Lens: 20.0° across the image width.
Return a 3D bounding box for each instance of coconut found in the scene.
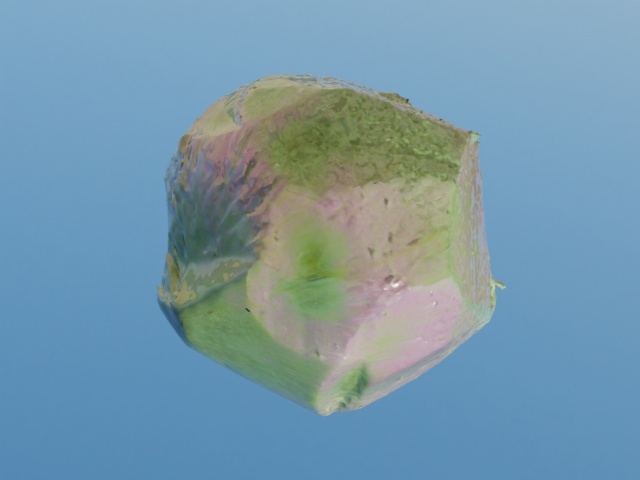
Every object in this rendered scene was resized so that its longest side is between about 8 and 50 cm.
[{"bbox_3d":[0.000,0.000,0.418,0.081,0.082,0.083,-25,-145,-21],"label":"coconut"}]
